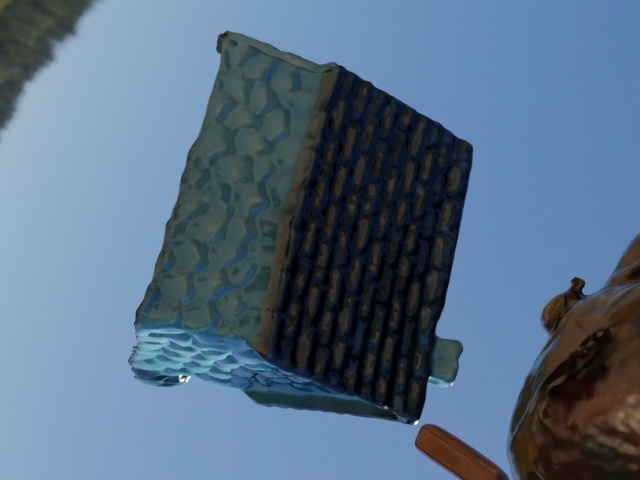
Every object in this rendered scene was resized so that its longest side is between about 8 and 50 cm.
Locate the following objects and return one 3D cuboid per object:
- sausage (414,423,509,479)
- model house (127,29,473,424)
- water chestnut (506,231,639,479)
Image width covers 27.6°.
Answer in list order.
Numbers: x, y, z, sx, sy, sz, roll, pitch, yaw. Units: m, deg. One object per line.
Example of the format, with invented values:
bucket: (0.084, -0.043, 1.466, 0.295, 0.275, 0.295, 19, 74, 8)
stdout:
sausage: (0.169, 0.262, 1.541, 0.131, 0.039, 0.041, 31, -91, 35)
model house: (0.000, 0.000, 1.004, 0.226, 0.241, 0.261, 106, -2, -71)
water chestnut: (0.328, 0.145, 0.969, 0.347, 0.335, 0.335, 40, -74, 27)
